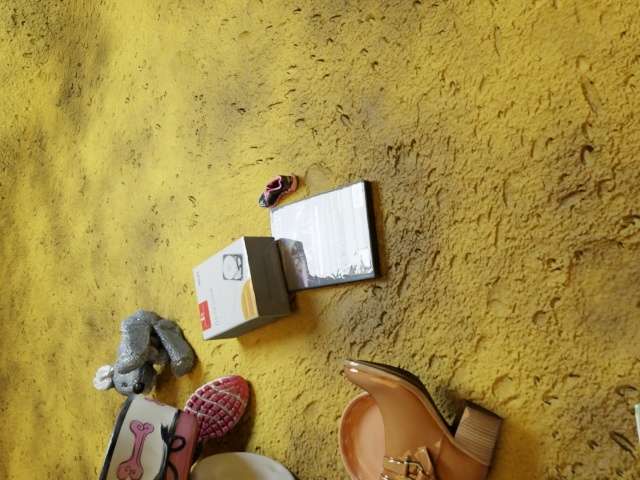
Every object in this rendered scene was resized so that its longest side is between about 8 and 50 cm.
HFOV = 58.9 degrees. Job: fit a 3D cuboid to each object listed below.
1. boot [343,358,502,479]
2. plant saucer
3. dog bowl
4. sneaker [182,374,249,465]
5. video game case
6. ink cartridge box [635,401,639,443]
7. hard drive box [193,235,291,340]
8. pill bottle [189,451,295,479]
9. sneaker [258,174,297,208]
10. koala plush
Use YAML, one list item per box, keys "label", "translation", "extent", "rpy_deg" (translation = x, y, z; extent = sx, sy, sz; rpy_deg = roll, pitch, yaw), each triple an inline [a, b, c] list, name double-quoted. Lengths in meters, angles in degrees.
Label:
- label: "boot"
  translation: [0.134, 0.337, 0.942]
  extent: [0.283, 0.109, 0.220]
  rpy_deg: [23, 90, 10]
- label: "plant saucer"
  translation: [0.120, 0.376, 1.045]
  extent: [0.200, 0.037, 0.200]
  rpy_deg: [-3, 85, 41]
- label: "dog bowl"
  translation: [-0.348, 0.523, 1.141]
  extent: [0.408, 0.150, 0.408]
  rpy_deg: [-171, 90, -82]
- label: "sneaker"
  translation: [-0.282, 0.422, 1.356]
  extent: [0.121, 0.112, 0.299]
  rpy_deg: [43, 106, -4]
- label: "video game case"
  translation: [0.000, 0.000, 1.192]
  extent: [0.274, 0.026, 0.196]
  rpy_deg: [-14, 78, 41]
- label: "ink cartridge box"
  translation: [0.436, 0.304, 0.681]
  extent: [0.056, 0.171, 0.235]
  rpy_deg: [-9, 81, 41]
- label: "hard drive box"
  translation: [-0.184, 0.113, 1.285]
  extent: [0.232, 0.089, 0.181]
  rpy_deg: [-30, 67, 45]
- label: "pill bottle"
  translation: [-0.186, 0.669, 1.168]
  extent: [0.224, 0.224, 0.392]
  rpy_deg: [13, 94, 41]
- label: "sneaker"
  translation: [-0.108, -0.113, 1.276]
  extent: [0.119, 0.057, 0.047]
  rpy_deg: [-36, 66, 35]
- label: "koala plush"
  translation: [-0.474, 0.321, 1.490]
  extent: [0.221, 0.196, 0.203]
  rpy_deg: [-59, 42, 21]
